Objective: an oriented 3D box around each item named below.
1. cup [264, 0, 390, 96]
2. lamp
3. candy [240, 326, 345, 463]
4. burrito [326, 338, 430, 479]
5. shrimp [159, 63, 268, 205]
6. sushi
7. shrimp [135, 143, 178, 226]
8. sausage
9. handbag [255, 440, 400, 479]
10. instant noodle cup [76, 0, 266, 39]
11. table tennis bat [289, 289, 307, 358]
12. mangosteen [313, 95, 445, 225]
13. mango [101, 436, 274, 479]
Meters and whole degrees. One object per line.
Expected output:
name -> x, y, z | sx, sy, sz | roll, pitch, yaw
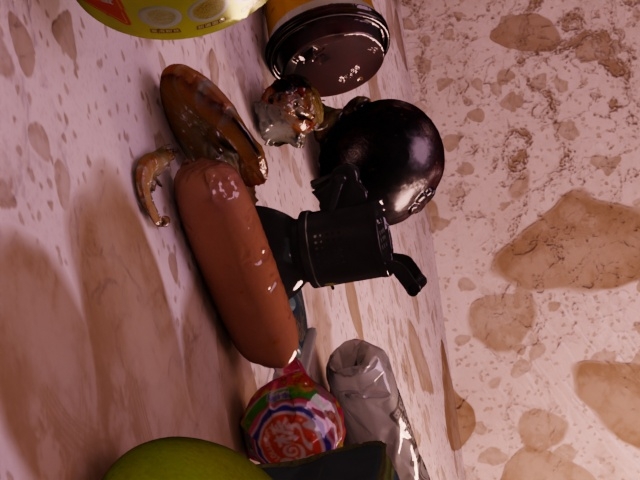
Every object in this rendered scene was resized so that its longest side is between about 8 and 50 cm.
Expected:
cup -> -0.008, -0.372, 2.227 | 0.196, 0.196, 0.279 | 60, 13, -59
lamp -> 0.000, 0.000, 1.745 | 0.147, 0.227, 0.172 | -28, 106, -78
candy -> -0.023, 0.179, 1.779 | 0.365, 0.124, 0.124 | -75, 152, -71
burrito -> 0.100, 0.329, 2.190 | 0.139, 0.101, 0.445 | 24, -38, 48
shrimp -> -0.109, -0.105, 1.609 | 0.150, 0.068, 0.248 | 40, -16, 30
sushi -> -0.041, -0.184, 2.085 | 0.097, 0.103, 0.226 | 52, 14, 2
shrimp -> -0.168, -0.057, 1.495 | 0.114, 0.023, 0.083 | -63, 144, -64
sausage -> -0.094, 0.028, 1.619 | 0.086, 0.086, 0.289 | -87, 162, -51
handbag -> 0.018, 0.370, 1.501 | 0.263, 0.222, 0.241 | -64, 137, -69
instant noodle cup -> -0.145, -0.331, 1.259 | 0.221, 0.311, 0.311 | 78, 6, -61
table tennis bat -> -0.047, 0.087, 1.937 | 0.237, 0.038, 0.149 | 22, 60, -80
mangosteen -> 0.083, -0.151, 2.432 | 0.265, 0.228, 0.228 | 43, 4, 13
mango -> -0.089, 0.266, 1.237 | 0.273, 0.149, 0.185 | 57, 15, -28
